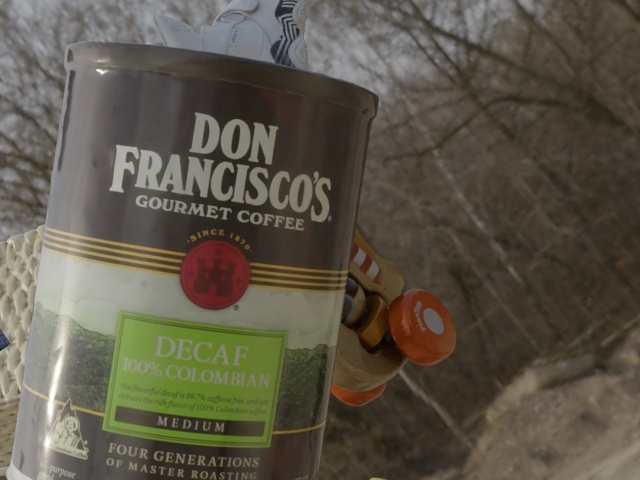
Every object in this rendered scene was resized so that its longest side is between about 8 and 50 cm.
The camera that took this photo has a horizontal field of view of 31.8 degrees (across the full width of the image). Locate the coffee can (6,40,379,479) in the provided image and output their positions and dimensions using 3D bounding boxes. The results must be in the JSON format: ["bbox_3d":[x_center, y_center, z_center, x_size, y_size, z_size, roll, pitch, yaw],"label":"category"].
[{"bbox_3d":[-0.081,0.027,0.726,0.201,0.202,0.275,1,-83,-76],"label":"coffee can"}]

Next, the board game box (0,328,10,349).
[{"bbox_3d":[-0.385,0.087,1.231,0.020,0.090,0.090,-35,1,3],"label":"board game box"}]

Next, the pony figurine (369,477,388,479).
[{"bbox_3d":[0.076,0.479,1.365,0.351,0.303,0.363,-6,51,44],"label":"pony figurine"}]

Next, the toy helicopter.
[{"bbox_3d":[0.000,0.000,1.252,0.235,0.355,0.140,20,-43,-39],"label":"toy helicopter"}]

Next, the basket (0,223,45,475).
[{"bbox_3d":[-0.501,0.185,1.918,0.328,0.331,0.266,-18,-32,17],"label":"basket"}]

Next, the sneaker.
[{"bbox_3d":[-0.133,-0.262,1.485,0.210,0.365,0.137,13,-43,-21],"label":"sneaker"}]
